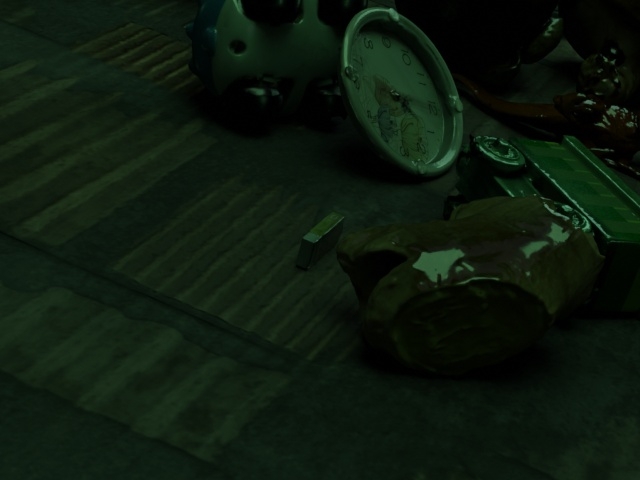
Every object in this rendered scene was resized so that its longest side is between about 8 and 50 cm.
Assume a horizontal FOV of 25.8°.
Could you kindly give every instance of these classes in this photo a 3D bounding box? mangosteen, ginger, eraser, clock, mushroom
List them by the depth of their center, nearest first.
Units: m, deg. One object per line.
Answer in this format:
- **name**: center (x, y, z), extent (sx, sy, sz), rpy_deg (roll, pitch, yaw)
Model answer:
- **ginger**: center (0.152, 0.028, 1.441), extent (0.275, 0.130, 0.221), rpy_deg (4, 41, -2)
- **eraser**: center (0.000, 0.000, 1.551), extent (0.019, 0.038, 0.083), rpy_deg (26, 29, 15)
- **clock**: center (0.095, -0.188, 1.822), extent (0.236, 0.053, 0.237), rpy_deg (26, 54, -41)
- **mangosteen**: center (0.252, -0.388, 2.161), extent (0.288, 0.288, 0.288), rpy_deg (11, 28, -6)
- **mushroom**: center (0.480, -0.321, 2.224), extent (0.254, 0.267, 0.267), rpy_deg (-27, 38, -4)

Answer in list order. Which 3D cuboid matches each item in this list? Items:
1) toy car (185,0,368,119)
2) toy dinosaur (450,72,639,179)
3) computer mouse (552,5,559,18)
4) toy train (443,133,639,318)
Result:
- **toy car**: center (-0.064, -0.266, 1.854), extent (0.255, 0.189, 0.190), rpy_deg (-7, 23, -38)
- **toy dinosaur**: center (0.353, -0.171, 1.973), extent (0.432, 0.097, 0.208), rpy_deg (23, 15, 8)
- **computer mouse**: center (0.316, -0.444, 2.455), extent (0.288, 0.097, 0.159), rpy_deg (21, 25, -12)
- **toy train**: center (0.276, -0.023, 1.645), extent (0.202, 0.120, 0.301), rpy_deg (4, 29, -27)
